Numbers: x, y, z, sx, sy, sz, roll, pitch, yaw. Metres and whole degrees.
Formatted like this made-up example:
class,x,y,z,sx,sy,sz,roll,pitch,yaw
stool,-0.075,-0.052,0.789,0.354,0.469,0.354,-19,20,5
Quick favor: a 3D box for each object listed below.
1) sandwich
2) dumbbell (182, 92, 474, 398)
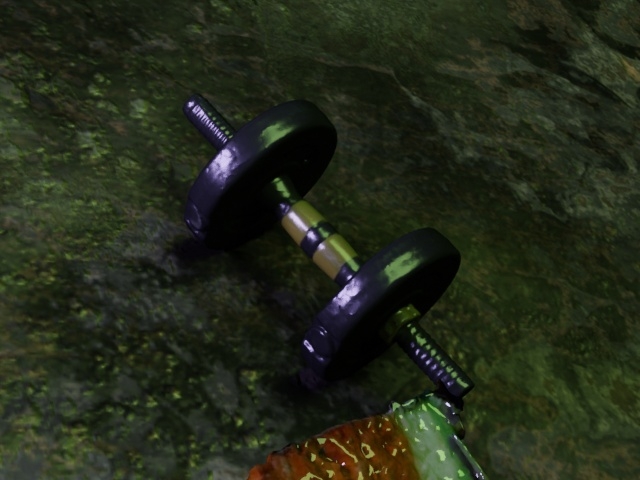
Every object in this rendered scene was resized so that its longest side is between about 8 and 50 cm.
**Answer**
class,x,y,z,sx,sy,sz,roll,pitch,yaw
sandwich,0.024,0.229,0.716,0.212,0.109,0.292,2,45,-24
dumbbell,0.000,0.000,0.906,0.325,0.143,0.143,47,41,17
